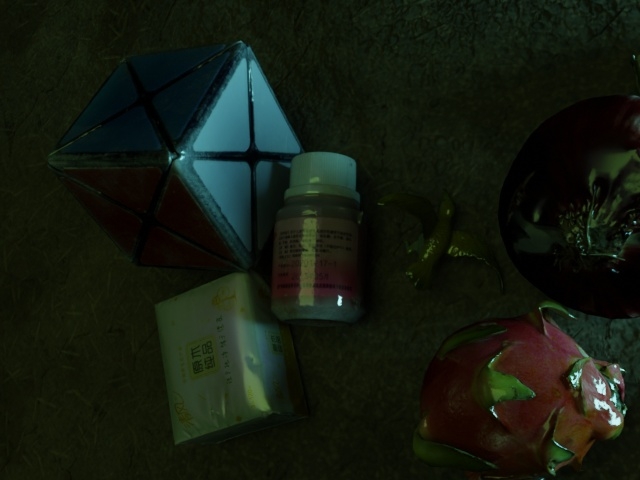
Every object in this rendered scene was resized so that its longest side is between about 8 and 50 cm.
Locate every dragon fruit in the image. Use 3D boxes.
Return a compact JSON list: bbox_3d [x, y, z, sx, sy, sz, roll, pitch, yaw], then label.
[{"bbox_3d":[0.234,0.193,0.890,0.227,0.224,0.224,-28,64,41],"label":"dragon fruit"}]

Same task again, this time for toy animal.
[{"bbox_3d":[0.154,-0.011,1.057,0.095,0.219,0.155,-47,22,30],"label":"toy animal"}]

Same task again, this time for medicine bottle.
[{"bbox_3d":[0.000,0.000,1.106,0.147,0.147,0.247,-5,75,28],"label":"medicine bottle"}]

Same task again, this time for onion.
[{"bbox_3d":[0.357,-0.050,0.901,0.273,0.285,0.273,15,123,24],"label":"onion"}]

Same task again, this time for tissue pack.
[{"bbox_3d":[-0.139,0.182,1.148,0.185,0.124,0.225,-23,67,24],"label":"tissue pack"}]

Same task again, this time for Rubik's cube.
[{"bbox_3d":[-0.201,-0.122,1.140,0.259,0.255,0.260,5,53,30],"label":"Rubik's cube"}]

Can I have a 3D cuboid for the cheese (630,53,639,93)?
[{"bbox_3d":[0.484,-0.199,0.916,0.167,0.094,0.123,-16,61,21],"label":"cheese"}]
